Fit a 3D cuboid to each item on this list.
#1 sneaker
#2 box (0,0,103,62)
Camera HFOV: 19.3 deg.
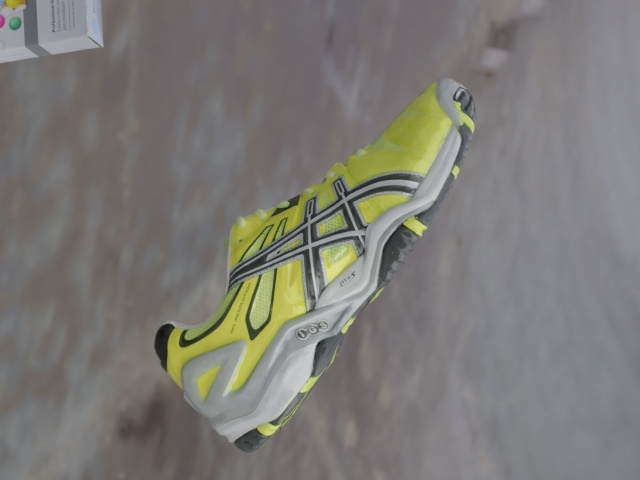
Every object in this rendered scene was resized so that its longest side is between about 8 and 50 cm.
[{"bbox_3d":[0.000,0.000,1.682,0.384,0.147,0.145,-53,176,-8],"label":"sneaker"},{"bbox_3d":[-0.280,-0.222,1.596,0.038,0.186,0.145,38,46,-70],"label":"box"}]
